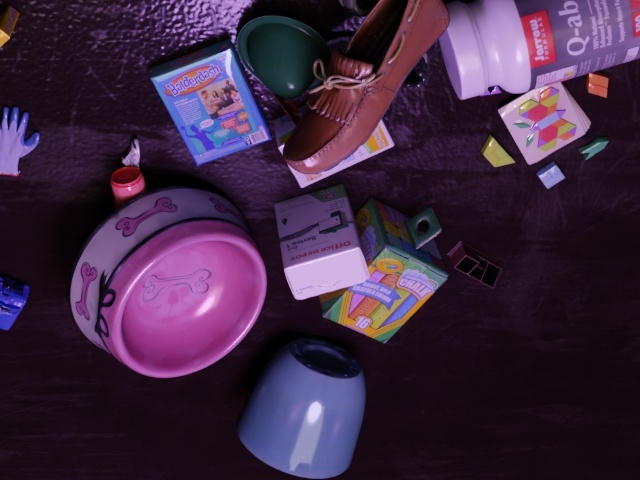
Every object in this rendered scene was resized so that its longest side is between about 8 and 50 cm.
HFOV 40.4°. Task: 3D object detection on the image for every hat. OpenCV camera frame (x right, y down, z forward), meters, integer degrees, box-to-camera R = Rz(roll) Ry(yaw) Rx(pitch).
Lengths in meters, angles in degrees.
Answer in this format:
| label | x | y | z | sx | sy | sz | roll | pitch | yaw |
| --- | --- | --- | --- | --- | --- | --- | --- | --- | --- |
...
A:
| label | x | y | z | sx | sy | sz | roll | pitch | yaw |
| --- | --- | --- | --- | --- | --- | --- | --- | --- | --- |
| hat | -0.073 | -0.269 | 1.539 | 0.208 | 0.183 | 0.173 | 16 | 144 | 2 |

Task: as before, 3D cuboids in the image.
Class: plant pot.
| label | x | y | z | sx | sy | sz | roll | pitch | yaw |
| --- | --- | --- | --- | --- | --- | --- | --- | --- | --- |
| plant pot | -0.025 | 0.372 | 2.043 | 0.293 | 0.293 | 0.235 | 13 | 110 | -19 |

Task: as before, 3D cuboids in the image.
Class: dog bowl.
| label | x | y | z | sx | sy | sz | roll | pitch | yaw |
| --- | --- | --- | --- | --- | --- | --- | --- | --- | --- |
| dog bowl | -0.287 | 0.100 | 1.755 | 0.408 | 0.150 | 0.408 | -21 | 130 | -27 |

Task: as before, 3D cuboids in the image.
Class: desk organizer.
| label | x | y | z | sx | sy | sz | roll | pitch | yaw |
| --- | --- | --- | --- | --- | --- | --- | --- | --- | --- |
| desk organizer | 0.359 | 0.057 | 1.997 | 0.130 | 0.050 | 0.047 | 27 | 119 | -27 |

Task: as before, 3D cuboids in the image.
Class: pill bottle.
| label | x | y | z | sx | sy | sz | roll | pitch | yaw |
| --- | --- | --- | --- | --- | --- | --- | --- | --- | --- |
| pill bottle | 0.403 | -0.384 | 1.552 | 0.363 | 0.210 | 0.210 | -17 | 129 | 3 |

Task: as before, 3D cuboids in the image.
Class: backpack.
| label | x | y | z | sx | sy | sz | roll | pitch | yaw |
| --- | --- | --- | --- | --- | --- | --- | --- | --- | --- |
| backpack | -0.692 | 0.125 | 1.840 | 0.120 | 0.101 | 0.098 | 27 | 113 | -23 |

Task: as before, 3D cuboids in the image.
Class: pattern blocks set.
| label | x | y | z | sx | sy | sz | roll | pitch | yaw |
| --- | --- | --- | --- | --- | --- | --- | --- | --- | --- |
| pattern blocks set | 0.460 | -0.251 | 1.786 | 0.325 | 0.026 | 0.285 | 33 | 117 | -30 |

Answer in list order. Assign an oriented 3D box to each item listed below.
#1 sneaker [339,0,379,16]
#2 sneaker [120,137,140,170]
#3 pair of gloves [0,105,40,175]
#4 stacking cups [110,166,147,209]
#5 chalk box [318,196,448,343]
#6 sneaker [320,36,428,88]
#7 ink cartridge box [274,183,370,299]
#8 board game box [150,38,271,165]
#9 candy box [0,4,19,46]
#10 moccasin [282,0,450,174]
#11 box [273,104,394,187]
| label | x | y | z | sx | sy | sz | roll | pitch | yaw |
| --- | --- | --- | --- | --- | --- | --- | --- | --- | --- |
| sneaker | 0.148 | -0.481 | 1.498 | 0.271 | 0.108 | 0.100 | -39 | 122 | 19 |
| sneaker | -0.373 | -0.163 | 1.707 | 0.037 | 0.032 | 0.083 | 3 | 127 | -13 |
| pair of gloves | -0.636 | -0.192 | 1.646 | 0.198 | 0.023 | 0.159 | 9 | 126 | -16 |
| stacking cups | -0.369 | -0.012 | 1.789 | 0.096 | 0.096 | 0.316 | -9 | 129 | -2 |
| chalk box | 0.142 | 0.044 | 1.869 | 0.179 | 0.180 | 0.289 | 25 | 119 | -27 |
| sneaker | 0.095 | -0.322 | 1.615 | 0.234 | 0.106 | 0.078 | 1 | 127 | -11 |
| ink cartridge box | 0.000 | 0.000 | 1.781 | 0.160 | 0.219 | 0.092 | -17 | 129 | 3 |
| board game box | -0.204 | -0.258 | 1.651 | 0.160 | 0.047 | 0.210 | -18 | 129 | 6 |
| candy box | -0.604 | -0.316 | 1.499 | 0.206 | 0.105 | 0.027 | -35 | 126 | 17 |
| moccasin | 0.063 | -0.277 | 1.452 | 0.380 | 0.139 | 0.147 | -48 | 137 | 6 |
| box | 0.025 | -0.210 | 1.693 | 0.203 | 0.103 | 0.114 | -23 | 129 | 9 |
